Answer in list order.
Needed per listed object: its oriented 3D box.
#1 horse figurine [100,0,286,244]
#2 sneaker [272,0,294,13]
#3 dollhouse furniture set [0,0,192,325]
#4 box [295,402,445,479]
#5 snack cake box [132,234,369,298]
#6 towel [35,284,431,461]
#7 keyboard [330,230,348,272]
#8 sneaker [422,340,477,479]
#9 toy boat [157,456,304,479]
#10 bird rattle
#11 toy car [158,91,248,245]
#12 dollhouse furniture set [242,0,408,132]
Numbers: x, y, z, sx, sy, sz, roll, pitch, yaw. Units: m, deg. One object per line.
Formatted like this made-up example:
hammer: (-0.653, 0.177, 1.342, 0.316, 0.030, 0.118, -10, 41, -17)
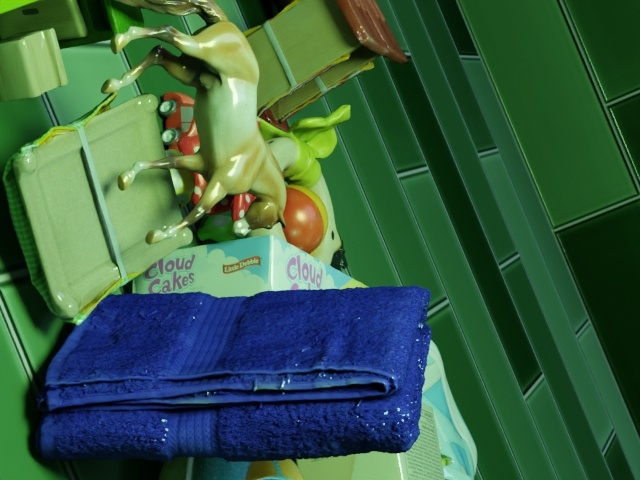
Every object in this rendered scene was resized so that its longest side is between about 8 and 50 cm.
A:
horse figurine: (-0.106, -0.115, 1.351, 0.174, 0.066, 0.263, -20, 106, -37)
sneaker: (-0.006, -0.383, 2.116, 0.281, 0.106, 0.162, 103, -33, -59)
dollhouse furniture set: (-0.252, -0.097, 1.350, 0.197, 0.151, 0.301, -35, 117, -52)
box: (0.068, 0.326, 1.614, 0.148, 0.121, 0.311, 35, 43, -61)
snack cake box: (-0.059, 0.075, 1.543, 0.264, 0.152, 0.089, 30, 57, -62)
towel: (-0.066, 0.097, 1.281, 0.227, 0.308, 0.076, -76, 162, -61)
keyboard: (0.000, 0.000, 2.022, 0.108, 0.023, 0.180, 34, 37, -48)
sneaker: (0.109, 0.245, 1.873, 0.319, 0.127, 0.208, 57, 20, -29)
toy boat: (-0.027, 0.299, 1.394, 0.318, 0.148, 0.267, 52, 23, -37)
bird rattle: (-0.036, -0.048, 1.634, 0.253, 0.143, 0.207, -56, 128, -67)
toy car: (-0.120, -0.040, 1.680, 0.225, 0.053, 0.239, 61, 20, -19)
dollhouse furniture set: (-0.068, -0.347, 1.979, 0.374, 0.201, 0.152, 65, 18, 13)
